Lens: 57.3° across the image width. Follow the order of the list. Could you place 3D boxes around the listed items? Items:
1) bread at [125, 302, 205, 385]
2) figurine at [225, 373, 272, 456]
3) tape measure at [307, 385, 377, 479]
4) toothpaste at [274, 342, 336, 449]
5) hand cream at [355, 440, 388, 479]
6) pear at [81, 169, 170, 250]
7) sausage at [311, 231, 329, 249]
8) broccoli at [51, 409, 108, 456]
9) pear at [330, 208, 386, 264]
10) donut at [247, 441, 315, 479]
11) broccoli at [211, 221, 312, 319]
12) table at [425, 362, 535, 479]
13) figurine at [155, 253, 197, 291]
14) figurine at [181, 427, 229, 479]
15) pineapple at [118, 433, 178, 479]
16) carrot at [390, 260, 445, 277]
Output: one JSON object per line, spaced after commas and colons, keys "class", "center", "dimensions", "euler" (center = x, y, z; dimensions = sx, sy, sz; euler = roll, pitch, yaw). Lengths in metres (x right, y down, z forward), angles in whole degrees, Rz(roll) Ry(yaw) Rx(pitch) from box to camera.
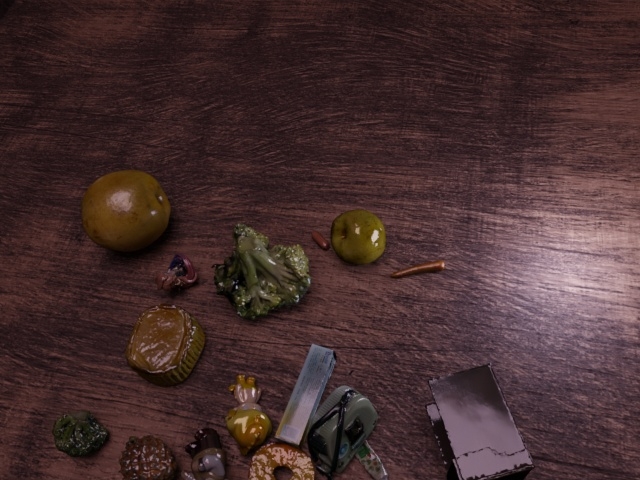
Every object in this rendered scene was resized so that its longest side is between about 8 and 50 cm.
{"class": "bread", "center": [-0.509, 0.340, 1.918], "dimensions": [0.227, 0.142, 0.253], "euler": [8, 56, 15]}
{"class": "figurine", "center": [-0.222, 0.524, 1.772], "dimensions": [0.156, 0.131, 0.246], "euler": [20, 35, -24]}
{"class": "tape measure", "center": [0.055, 0.540, 1.656], "dimensions": [0.115, 0.207, 0.235], "euler": [25, 63, 38]}
{"class": "toothpaste", "center": [-0.042, 0.473, 1.798], "dimensions": [0.089, 0.071, 0.313], "euler": [13, 61, 19]}
{"class": "hand cream", "center": [0.141, 0.634, 1.692], "dimensions": [0.057, 0.037, 0.165], "euler": [-34, 53, -13]}
{"class": "pear", "center": [-0.713, -0.106, 2.146], "dimensions": [0.314, 0.314, 0.314], "euler": [-4, 57, 6]}
{"class": "sausage", "center": [0.000, 0.000, 2.118], "dimensions": [0.034, 0.034, 0.083], "euler": [-36, 59, -14]}
{"class": "broccoli", "center": [-0.745, 0.589, 1.799], "dimensions": [0.162, 0.138, 0.146], "euler": [21, 24, 24]}
{"class": "pear", "center": [0.137, -0.012, 2.020], "dimensions": [0.197, 0.197, 0.197], "euler": [-4, 57, 6]}
{"class": "donut", "center": [-0.110, 0.672, 1.671], "dimensions": [0.190, 0.074, 0.174], "euler": [1, 52, -2]}
{"class": "broccoli", "center": [-0.205, 0.099, 1.935], "dimensions": [0.348, 0.281, 0.293], "euler": [12, 58, 27]}
{"class": "table", "center": [0.410, 0.524, 1.587], "dimensions": [0.196, 0.250, 0.282], "euler": [-15, 57, 0]}
{"class": "figurine", "center": [-0.508, 0.130, 2.064], "dimensions": [0.126, 0.114, 0.157], "euler": [2, 41, 29]}
{"class": "figurine", "center": [-0.300, 0.694, 1.605], "dimensions": [0.218, 0.206, 0.365], "euler": [-46, 56, 12]}
{"class": "pineapple", "center": [-0.511, 0.648, 1.708], "dimensions": [0.166, 0.166, 0.193], "euler": [-36, 59, -14]}
{"class": "carrot", "center": [0.331, 0.101, 2.003], "dimensions": [0.190, 0.037, 0.037], "euler": [-12, 56, 6]}
